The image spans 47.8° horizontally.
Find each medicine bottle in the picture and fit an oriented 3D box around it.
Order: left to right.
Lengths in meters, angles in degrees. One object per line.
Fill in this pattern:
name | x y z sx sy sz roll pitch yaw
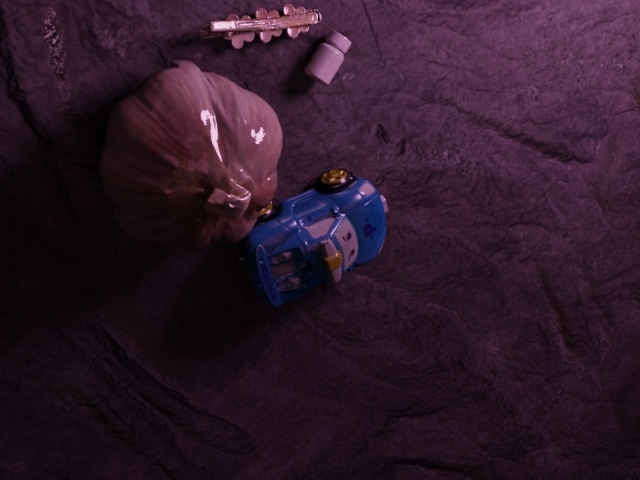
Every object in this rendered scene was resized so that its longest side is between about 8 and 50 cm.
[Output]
medicine bottle | 0.014 -0.325 1.288 0.052 0.052 0.089 28 99 -31

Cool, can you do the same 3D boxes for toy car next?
toy car | 0.000 0.000 1.368 0.314 0.166 0.198 -23 124 -14

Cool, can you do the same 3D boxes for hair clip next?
hair clip | -0.101 -0.363 1.225 0.213 0.056 0.062 -15 102 -27

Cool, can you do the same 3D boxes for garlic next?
garlic | -0.213 -0.125 1.190 0.321 0.241 0.322 -1 100 -6
